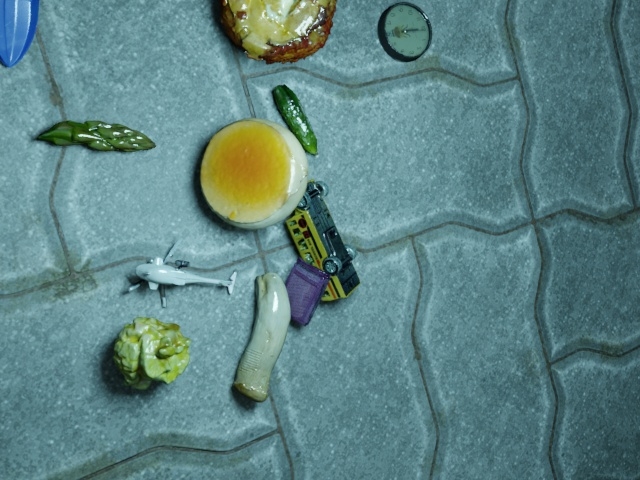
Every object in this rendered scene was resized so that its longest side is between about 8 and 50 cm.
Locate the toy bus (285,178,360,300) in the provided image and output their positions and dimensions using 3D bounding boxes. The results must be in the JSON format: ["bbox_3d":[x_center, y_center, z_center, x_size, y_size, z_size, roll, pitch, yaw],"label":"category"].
[{"bbox_3d":[0.000,0.000,1.877,0.121,0.123,0.336,-37,105,-54],"label":"toy bus"}]

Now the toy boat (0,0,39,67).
[{"bbox_3d":[-0.744,-0.564,1.590,0.129,0.088,0.295,1,99,-25],"label":"toy boat"}]

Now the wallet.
[{"bbox_3d":[-0.051,0.143,1.848,0.111,0.030,0.166,28,103,15],"label":"wallet"}]

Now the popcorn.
[{"bbox_3d":[-0.418,0.277,1.654,0.187,0.185,0.167,-1,65,4],"label":"popcorn"}]

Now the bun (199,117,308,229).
[{"bbox_3d":[-0.165,-0.174,1.770,0.298,0.165,0.299,-1,88,15],"label":"bun"}]

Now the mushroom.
[{"bbox_3d":[-0.155,0.261,1.816,0.122,0.095,0.352,8,80,18],"label":"mushroom"}]

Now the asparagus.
[{"bbox_3d":[-0.555,-0.264,1.667,0.287,0.080,0.080,7,85,-25],"label":"asparagus"}]

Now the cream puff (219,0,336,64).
[{"bbox_3d":[-0.109,-0.640,1.796,0.350,0.228,0.351,0,93,-1],"label":"cream puff"}]

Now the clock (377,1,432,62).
[{"bbox_3d":[0.266,-0.651,2.071,0.184,0.040,0.185,1,88,-24],"label":"clock"}]

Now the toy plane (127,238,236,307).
[{"bbox_3d":[-0.348,0.107,1.734,0.273,0.107,0.182,31,81,-25],"label":"toy plane"}]

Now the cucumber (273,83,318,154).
[{"bbox_3d":[-0.066,-0.341,1.897,0.069,0.069,0.227,-34,104,-22],"label":"cucumber"}]
